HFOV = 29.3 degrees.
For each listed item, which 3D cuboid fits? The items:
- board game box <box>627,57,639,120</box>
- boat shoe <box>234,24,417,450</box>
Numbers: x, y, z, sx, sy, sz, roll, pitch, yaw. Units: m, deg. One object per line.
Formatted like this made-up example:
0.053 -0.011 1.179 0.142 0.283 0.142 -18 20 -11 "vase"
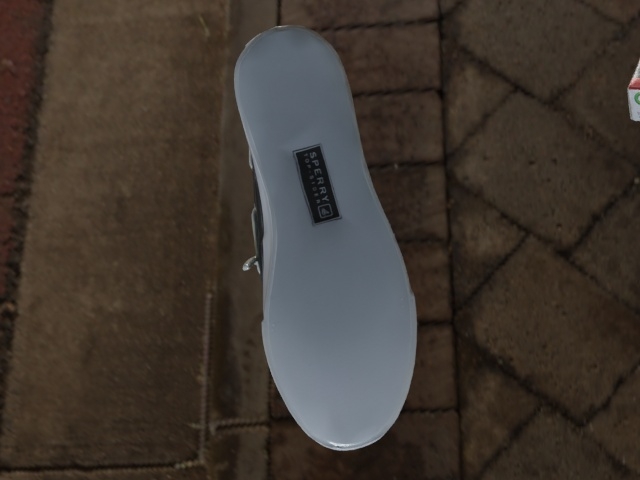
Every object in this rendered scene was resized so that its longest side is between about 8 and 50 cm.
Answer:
0.515 -0.203 1.357 0.305 0.053 0.193 5 46 27 "board game box"
-0.004 0.001 0.907 0.113 0.105 0.306 -16 82 -2 "boat shoe"
